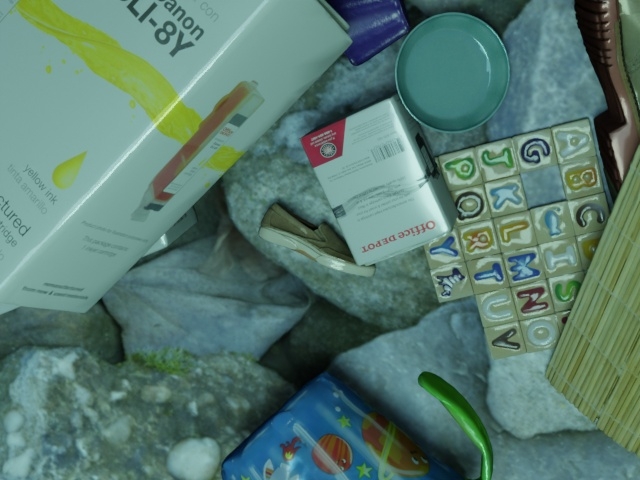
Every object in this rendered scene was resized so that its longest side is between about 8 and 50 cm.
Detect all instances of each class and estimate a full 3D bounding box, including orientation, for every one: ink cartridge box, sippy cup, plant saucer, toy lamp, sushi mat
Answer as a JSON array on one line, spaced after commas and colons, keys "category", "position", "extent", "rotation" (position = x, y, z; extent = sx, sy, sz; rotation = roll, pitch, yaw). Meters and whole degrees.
[{"category": "ink cartridge box", "position": [-0.208, -0.165, 0.876], "extent": [0.384, 0.160, 0.279], "rotation": [-45, 70, 8]}, {"category": "sippy cup", "position": [0.019, 0.273, 1.009], "extent": [0.305, 0.240, 0.224], "rotation": [-41, 83, -21]}, {"category": "plant saucer", "position": [0.131, -0.168, 0.946], "extent": [0.119, 0.021, 0.119], "rotation": [-1, 98, -8]}, {"category": "toy lamp", "position": [-0.044, -0.188, 0.956], "extent": [0.274, 0.080, 0.080], "rotation": [-19, 101, 14]}, {"category": "ink cartridge box", "position": [0.063, -0.064, 0.973], "extent": [0.109, 0.063, 0.151], "rotation": [-21, 100, 22]}, {"category": "sushi mat", "position": [0.313, 0.070, 0.896], "extent": [0.151, 0.019, 0.317], "rotation": [42, 139, 34]}]

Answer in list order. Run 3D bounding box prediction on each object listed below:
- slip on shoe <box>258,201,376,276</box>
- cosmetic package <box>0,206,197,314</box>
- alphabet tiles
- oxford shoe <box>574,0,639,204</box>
[{"category": "slip on shoe", "position": [0.000, 0.000, 1.019], "extent": [0.135, 0.051, 0.041], "rotation": [22, 96, 10]}, {"category": "cosmetic package", "position": [-0.262, -0.004, 1.027], "extent": [0.231, 0.117, 0.086], "rotation": [-20, 100, 13]}, {"category": "alphabet tiles", "position": [0.212, 0.008, 1.002], "extent": [0.198, 0.009, 0.237], "rotation": [-14, 102, 13]}, {"category": "oxford shoe", "position": [0.316, -0.190, 0.879], "extent": [0.130, 0.123, 0.348], "rotation": [-12, 113, 10]}]
